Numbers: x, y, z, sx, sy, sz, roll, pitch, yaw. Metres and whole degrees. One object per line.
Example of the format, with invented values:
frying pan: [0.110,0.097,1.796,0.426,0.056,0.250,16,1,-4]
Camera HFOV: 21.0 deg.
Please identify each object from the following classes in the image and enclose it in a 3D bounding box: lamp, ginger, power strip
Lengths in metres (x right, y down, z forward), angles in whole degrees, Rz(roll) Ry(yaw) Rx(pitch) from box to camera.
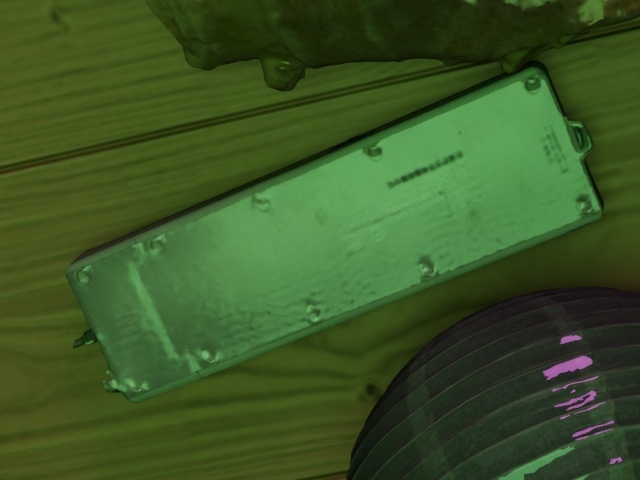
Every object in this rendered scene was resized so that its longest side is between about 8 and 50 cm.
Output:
lamp: [0.141,0.135,1.018,0.265,0.233,0.233,-36,94,22]
ginger: [0.065,-0.169,1.016,0.354,0.126,0.190,9,100,4]
power strip: [0.000,0.000,1.100,0.367,0.043,0.106,-22,97,12]
